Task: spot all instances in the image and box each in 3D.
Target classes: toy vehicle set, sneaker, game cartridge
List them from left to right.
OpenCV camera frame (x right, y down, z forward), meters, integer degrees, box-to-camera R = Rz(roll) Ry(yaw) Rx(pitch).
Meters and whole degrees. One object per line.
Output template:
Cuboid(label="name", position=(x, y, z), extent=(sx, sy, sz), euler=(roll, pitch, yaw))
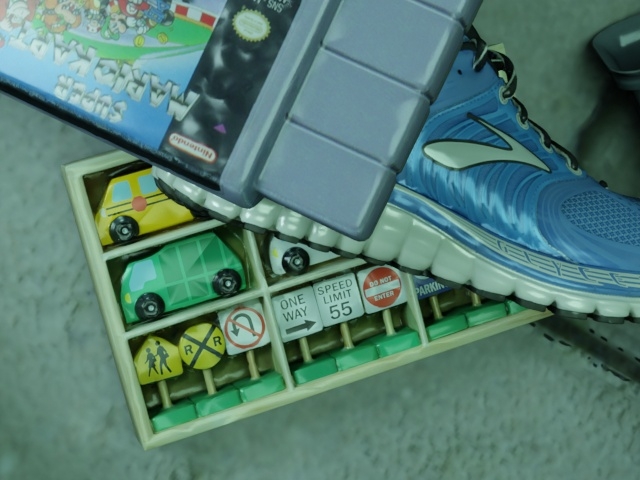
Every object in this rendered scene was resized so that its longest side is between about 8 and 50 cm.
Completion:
Cuboid(label="game cartridge", position=(-0.092, -0.168, 0.699), extent=(0.355, 0.068, 0.230), euler=(25, 87, 9))
Cuboid(label="toy vehicle set", position=(0.000, 0.000, 0.846), extent=(0.267, 0.035, 0.166), euler=(-17, 99, -14))
Cuboid(label="sneaker", position=(0.085, -0.047, 0.781), extent=(0.330, 0.130, 0.147), euler=(15, 92, -16))

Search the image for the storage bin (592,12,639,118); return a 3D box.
Cuboid(label="storage bin", position=(0.244, -0.100, 0.881), extent=(0.135, 0.098, 0.091), euler=(-21, 115, 7))
